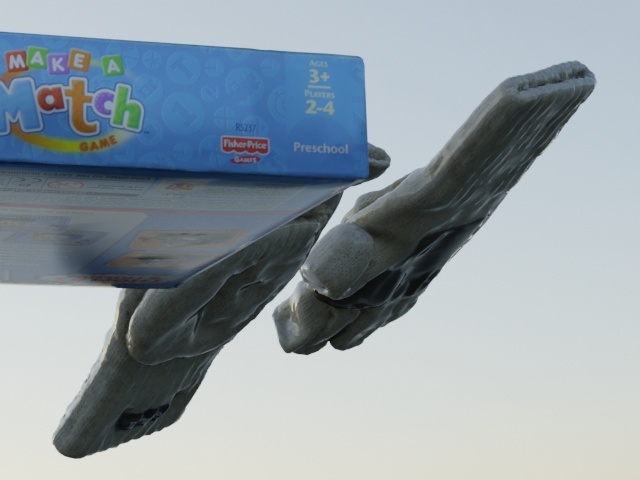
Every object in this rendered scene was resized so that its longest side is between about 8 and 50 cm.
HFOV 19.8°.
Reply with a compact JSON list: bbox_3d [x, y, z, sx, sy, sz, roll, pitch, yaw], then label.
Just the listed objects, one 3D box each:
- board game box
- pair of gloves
[{"bbox_3d":[-0.095,-0.018,0.549,0.160,0.039,0.211,2,-11,-18],"label":"board game box"},{"bbox_3d":[0.000,0.000,0.822,0.240,0.042,0.204,-19,-25,-40],"label":"pair of gloves"}]
